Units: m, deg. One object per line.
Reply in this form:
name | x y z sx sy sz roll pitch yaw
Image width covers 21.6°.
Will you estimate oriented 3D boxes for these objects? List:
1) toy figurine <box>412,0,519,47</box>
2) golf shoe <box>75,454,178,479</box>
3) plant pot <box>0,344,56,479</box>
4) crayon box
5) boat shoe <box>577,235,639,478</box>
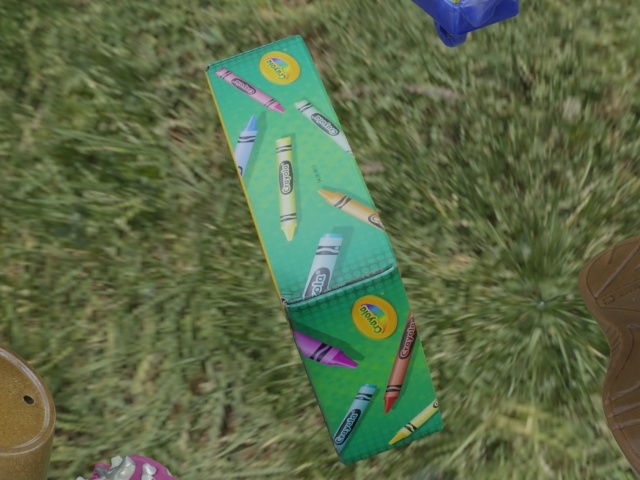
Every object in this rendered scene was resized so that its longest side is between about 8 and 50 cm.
toy figurine | 0.145 -0.236 1.286 0.362 0.191 0.217 45 139 41
golf shoe | -0.055 0.227 0.876 0.115 0.306 0.140 -33 120 -9
plant pot | -0.312 0.197 1.280 0.237 0.237 0.254 41 121 7
crayon box | 0.000 0.000 1.200 0.081 0.165 0.278 -19 42 -1
boat shoe | 0.312 0.131 1.477 0.123 0.342 0.123 -25 120 9
